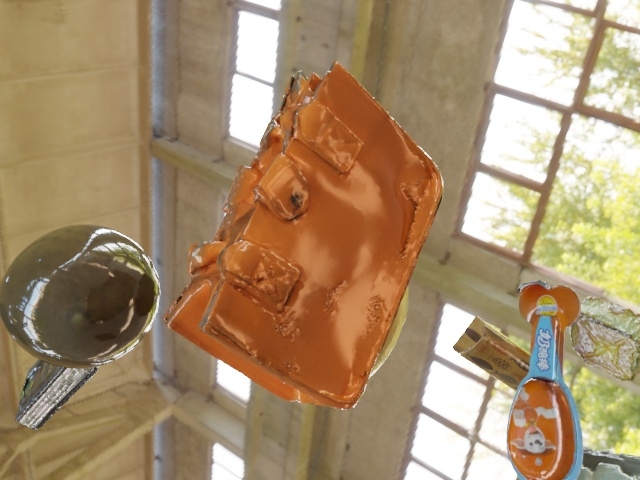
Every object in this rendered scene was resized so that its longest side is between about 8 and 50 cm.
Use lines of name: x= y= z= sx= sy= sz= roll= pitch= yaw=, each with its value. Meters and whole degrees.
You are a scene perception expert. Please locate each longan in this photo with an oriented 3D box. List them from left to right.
longan: x=-0.398 y=0.095 z=1.291 sx=0.258 sy=0.258 sz=0.258 roll=-40 pitch=-36 yaw=-38

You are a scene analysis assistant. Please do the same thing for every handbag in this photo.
handbag: x=0.000 y=0.000 z=1.057 sx=0.303 sy=0.116 sz=0.410 roll=40 pitch=-115 yaw=-35

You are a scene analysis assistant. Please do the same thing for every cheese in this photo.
cheese: x=0.259 y=0.174 z=0.892 sx=0.037 sy=0.106 sz=0.256 roll=5 pitch=-94 yaw=-39

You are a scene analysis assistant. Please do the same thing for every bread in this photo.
bread: x=0.509 y=0.175 z=1.352 sx=0.069 sy=0.140 sz=0.128 roll=-34 pitch=-51 yaw=-31

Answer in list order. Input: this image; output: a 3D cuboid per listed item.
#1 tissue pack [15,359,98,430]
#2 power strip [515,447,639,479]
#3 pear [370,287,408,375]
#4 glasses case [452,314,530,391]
tissue pack: x=-0.552 y=0.274 z=1.647 sx=0.073 sy=0.173 sz=0.235 roll=36 pitch=-67 yaw=-25
power strip: x=0.310 y=0.318 z=0.885 sx=0.064 sy=0.198 sz=0.213 roll=64 pitch=-143 yaw=-34
pear: x=-0.003 y=0.102 z=1.423 sx=0.348 sy=0.348 sz=0.348 roll=-40 pitch=-36 yaw=-38
glasses case: x=0.285 y=0.185 z=1.212 sx=0.170 sy=0.041 sz=0.065 roll=34 pitch=-85 yaw=-34
